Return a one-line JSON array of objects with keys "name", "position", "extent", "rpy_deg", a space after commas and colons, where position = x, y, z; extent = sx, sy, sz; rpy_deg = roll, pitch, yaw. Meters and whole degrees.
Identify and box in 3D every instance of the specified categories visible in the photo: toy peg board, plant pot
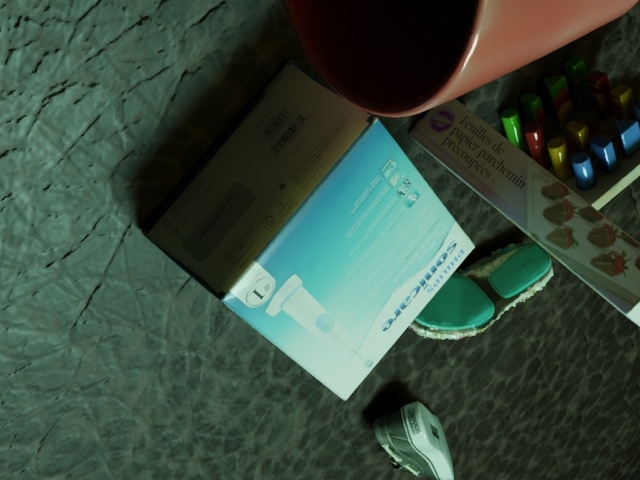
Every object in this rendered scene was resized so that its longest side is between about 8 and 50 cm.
[{"name": "toy peg board", "position": [0.292, -0.127, 1.596], "extent": [0.161, 0.160, 0.079], "rpy_deg": [-39, 129, -18]}, {"name": "plant pot", "position": [0.132, -0.256, 1.160], "extent": [0.243, 0.275, 0.275], "rpy_deg": [-16, 133, -33]}]

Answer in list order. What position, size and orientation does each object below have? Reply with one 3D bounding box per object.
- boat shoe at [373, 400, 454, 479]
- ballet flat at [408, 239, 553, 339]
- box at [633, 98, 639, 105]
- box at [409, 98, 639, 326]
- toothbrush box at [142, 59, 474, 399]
[{"name": "boat shoe", "position": [0.120, 0.262, 1.834], "extent": [0.070, 0.078, 0.219], "rpy_deg": [-17, 150, 11]}, {"name": "ballet flat", "position": [0.186, 0.073, 1.721], "extent": [0.241, 0.091, 0.077], "rpy_deg": [-20, 158, -33]}, {"name": "box", "position": [0.383, -0.141, 1.762], "extent": [0.083, 0.062, 0.052], "rpy_deg": [-3, 122, -48]}, {"name": "box", "position": [0.223, -0.034, 1.440], "extent": [0.063, 0.324, 0.067], "rpy_deg": [-50, 147, 4]}, {"name": "toothbrush box", "position": [0.000, 0.000, 1.390], "extent": [0.216, 0.126, 0.295], "rpy_deg": [-50, 146, -3]}]
